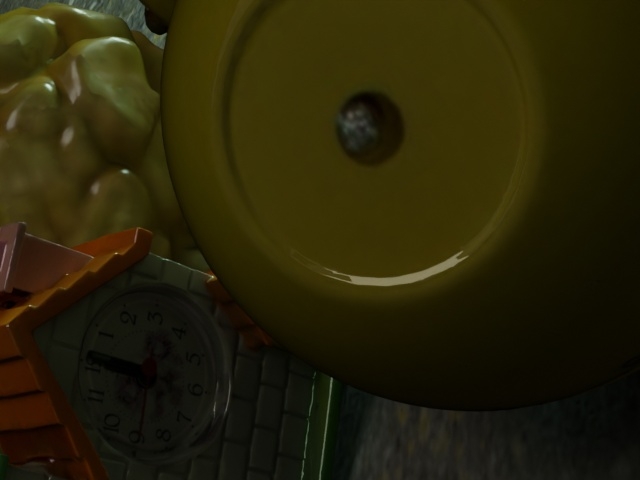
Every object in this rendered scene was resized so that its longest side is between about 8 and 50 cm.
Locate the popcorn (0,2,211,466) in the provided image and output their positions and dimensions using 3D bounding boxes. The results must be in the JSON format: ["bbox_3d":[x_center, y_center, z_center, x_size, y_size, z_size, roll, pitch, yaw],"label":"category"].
[{"bbox_3d":[-0.233,0.004,1.091,0.344,0.354,0.390,6,62,57],"label":"popcorn"}]

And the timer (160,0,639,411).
[{"bbox_3d":[0.097,-0.082,0.765,0.376,0.376,0.387,-41,-11,24],"label":"timer"}]

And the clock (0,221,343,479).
[{"bbox_3d":[-0.114,0.100,0.878,0.106,0.255,0.219,-14,62,47],"label":"clock"}]

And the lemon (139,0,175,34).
[{"bbox_3d":[-0.059,-0.321,1.248,0.297,0.297,0.297,-36,34,30],"label":"lemon"}]
